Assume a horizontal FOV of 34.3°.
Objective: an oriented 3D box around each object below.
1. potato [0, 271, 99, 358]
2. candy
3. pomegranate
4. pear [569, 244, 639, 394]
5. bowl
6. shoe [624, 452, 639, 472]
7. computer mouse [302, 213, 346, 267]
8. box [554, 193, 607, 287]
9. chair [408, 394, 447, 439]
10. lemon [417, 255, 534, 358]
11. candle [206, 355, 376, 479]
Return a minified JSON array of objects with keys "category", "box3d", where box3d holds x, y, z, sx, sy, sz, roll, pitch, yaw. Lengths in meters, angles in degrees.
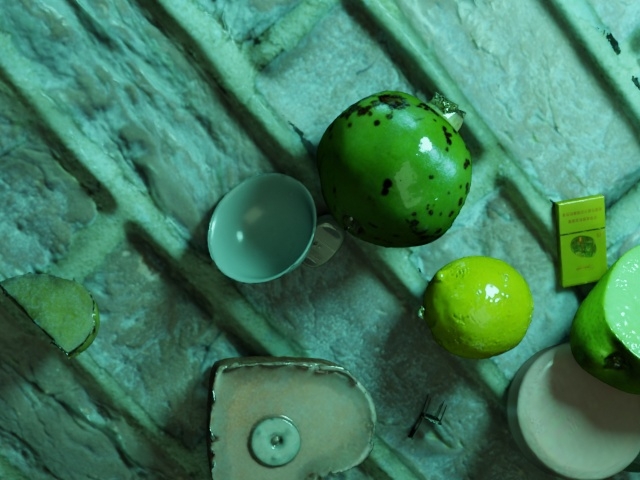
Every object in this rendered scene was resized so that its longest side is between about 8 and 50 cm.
[{"category":"potato","box3d":[-0.420,0.110,1.664,0.172,0.089,0.100,38,75,13]},{"category":"candy","box3d":[0.455,0.305,1.816,0.255,0.094,0.255,1,80,-6]},{"category":"pomegranate","box3d":[0.123,-0.120,1.608,0.254,0.254,0.270,38,85,-18]},{"category":"pear","box3d":[0.542,0.166,1.734,0.292,0.292,0.159,6,140,-12]},{"category":"bowl","box3d":[-0.079,-0.005,1.660,0.189,0.189,0.086,-40,148,3]},{"category":"shoe","box3d":[0.517,0.367,1.910,0.195,0.079,0.078,22,59,-4]},{"category":"computer mouse","box3d":[0.000,-0.001,1.717,0.066,0.039,0.096,36,105,-17]},{"category":"box","box3d":[0.456,0.001,1.808,0.087,0.023,0.155,-10,108,-10]},{"category":"chair","box3d":[0.193,0.321,1.846,0.042,0.037,0.086,26,96,-5]},{"category":"lemon","box3d":[0.266,0.113,1.729,0.206,0.173,0.173,11,104,-25]},{"category":"candle","box3d":[-0.084,0.313,1.752,0.287,0.131,0.317,44,85,-12]}]
